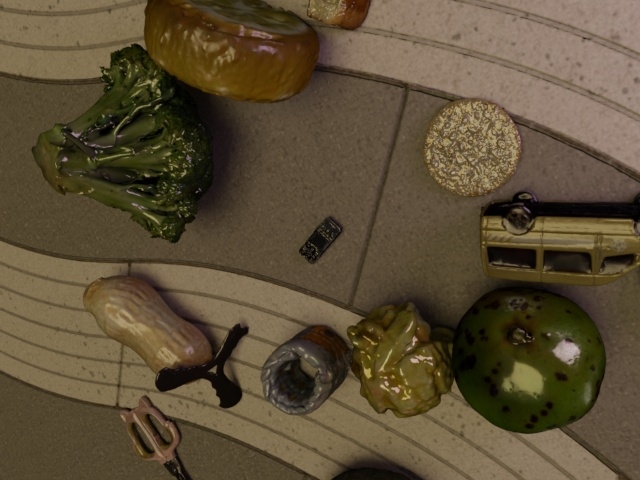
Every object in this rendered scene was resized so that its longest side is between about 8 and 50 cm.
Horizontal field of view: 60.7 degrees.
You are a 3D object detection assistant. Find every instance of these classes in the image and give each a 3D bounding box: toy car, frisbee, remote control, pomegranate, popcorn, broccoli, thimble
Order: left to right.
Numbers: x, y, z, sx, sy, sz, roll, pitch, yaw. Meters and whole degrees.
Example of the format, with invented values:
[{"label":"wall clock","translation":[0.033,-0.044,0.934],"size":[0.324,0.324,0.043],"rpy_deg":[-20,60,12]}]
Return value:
[{"label":"broccoli","translation":[-0.317,-0.155,0.926],"size":[0.321,0.284,0.303],"rpy_deg":[44,130,28]},{"label":"frisbee","translation":[-0.207,0.243,1.080],"size":[0.012,0.211,0.187],"rpy_deg":[35,96,49]},{"label":"thimble","translation":[-0.027,0.238,0.996],"size":[0.127,0.118,0.151],"rpy_deg":[40,117,12]},{"label":"remote control","translation":[0.000,0.000,0.971],"size":[0.039,0.014,0.096],"rpy_deg":[44,119,7]},{"label":"popcorn","translation":[0.125,0.187,0.878],"size":[0.187,0.185,0.167],"rpy_deg":[43,100,18]},{"label":"pomegranate","translation":[0.302,0.182,0.798],"size":[0.211,0.211,0.263],"rpy_deg":[-4,143,26]},{"label":"toy car","translation":[0.355,-0.001,0.758],"size":[0.257,0.101,0.124],"rpy_deg":[4,111,26]}]

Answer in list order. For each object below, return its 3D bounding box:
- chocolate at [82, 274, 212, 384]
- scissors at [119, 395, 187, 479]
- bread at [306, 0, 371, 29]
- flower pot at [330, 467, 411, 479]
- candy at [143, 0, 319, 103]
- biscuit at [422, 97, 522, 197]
[{"label":"chocolate","translation":[-0.352,0.176,1.126],"size":[0.309,0.134,0.134],"rpy_deg":[34,116,9]},{"label":"scissors","translation":[-0.356,0.515,1.283],"size":[0.160,0.024,0.317],"rpy_deg":[-35,89,27]},{"label":"bread","translation":[0.029,-0.363,0.819],"size":[0.077,0.070,0.083],"rpy_deg":[28,117,16]},{"label":"flower pot","translation":[0.105,0.576,0.979],"size":[0.302,0.213,0.301],"rpy_deg":[7,107,24]},{"label":"candy","translation":[-0.127,-0.299,0.808],"size":[0.260,0.260,0.118],"rpy_deg":[30,128,14]},{"label":"biscuit","translation":[0.226,-0.138,0.822],"size":[0.152,0.020,0.152],"rpy_deg":[8,110,22]}]
